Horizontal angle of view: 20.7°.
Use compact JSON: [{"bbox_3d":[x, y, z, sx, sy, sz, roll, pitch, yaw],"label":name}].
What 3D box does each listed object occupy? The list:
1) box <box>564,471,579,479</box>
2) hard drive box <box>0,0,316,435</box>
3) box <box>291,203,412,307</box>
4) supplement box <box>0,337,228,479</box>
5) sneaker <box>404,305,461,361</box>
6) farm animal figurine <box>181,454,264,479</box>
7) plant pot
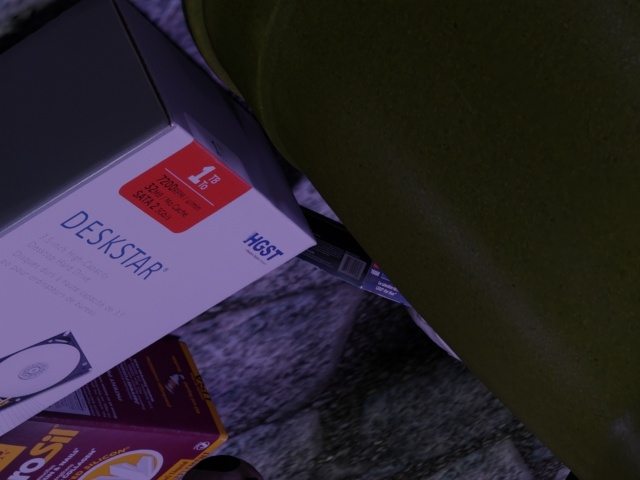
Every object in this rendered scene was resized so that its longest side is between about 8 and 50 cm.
[{"bbox_3d":[0.374,0.180,1.161,0.472,0.297,0.480,-53,-178,-34],"label":"box"},{"bbox_3d":[-0.147,-0.002,0.891,0.232,0.089,0.181,-32,153,10],"label":"hard drive box"},{"bbox_3d":[0.000,0.000,0.988,0.094,0.137,0.027,23,92,-56],"label":"box"},{"bbox_3d":[-0.163,0.111,1.080,0.104,0.081,0.188,-41,149,24],"label":"supplement box"},{"bbox_3d":[0.111,0.045,1.141,0.114,0.152,0.305,-37,153,12],"label":"sneaker"},{"bbox_3d":[-0.194,0.267,1.247,0.330,0.172,0.327,-28,166,-18],"label":"farm animal figurine"},{"bbox_3d":[0.171,-0.048,0.819,0.366,0.353,0.366,-22,152,-12],"label":"plant pot"}]
